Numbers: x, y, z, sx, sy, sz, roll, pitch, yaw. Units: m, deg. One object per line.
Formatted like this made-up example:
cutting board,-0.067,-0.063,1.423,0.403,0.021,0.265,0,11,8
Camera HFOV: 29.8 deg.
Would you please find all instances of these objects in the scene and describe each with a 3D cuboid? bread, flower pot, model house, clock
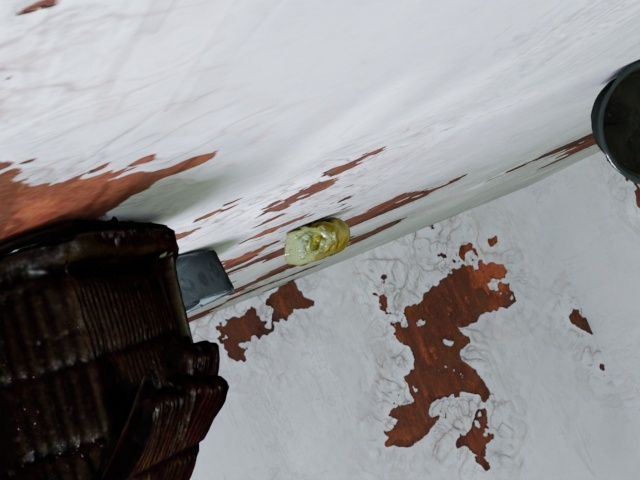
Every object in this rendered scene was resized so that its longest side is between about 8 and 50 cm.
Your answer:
bread,0.000,0.000,1.779,0.110,0.060,0.066,-18,146,-48
flower pot,0.402,-0.146,1.474,0.157,0.157,0.107,-23,-172,-2
model house,-0.218,0.159,0.921,0.297,0.283,0.317,-24,176,7
clock,-0.261,0.095,1.508,0.312,0.061,0.312,-23,177,-1
